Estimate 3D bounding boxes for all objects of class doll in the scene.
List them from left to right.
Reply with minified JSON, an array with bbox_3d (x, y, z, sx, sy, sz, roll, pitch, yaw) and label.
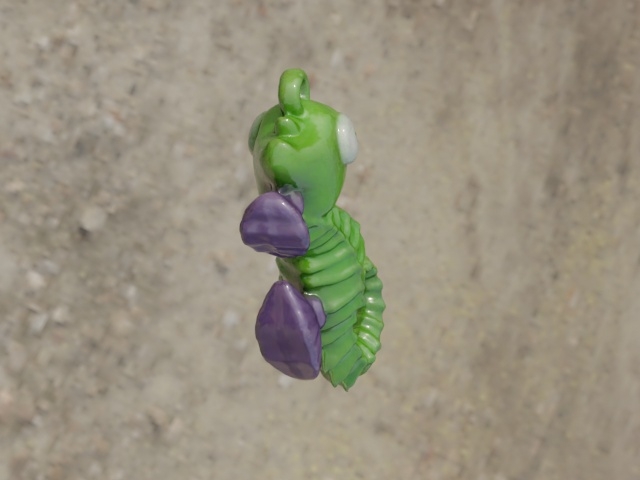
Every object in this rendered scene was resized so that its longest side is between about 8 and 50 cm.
[{"bbox_3d":[0.000,0.000,0.779,0.115,0.050,0.190,-64,152,-42],"label":"doll"}]
